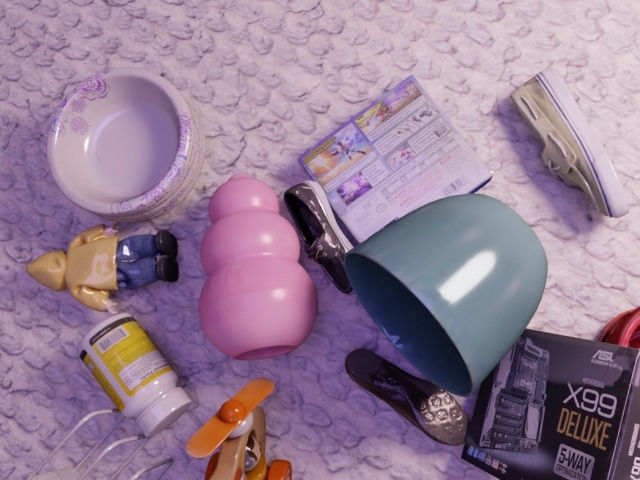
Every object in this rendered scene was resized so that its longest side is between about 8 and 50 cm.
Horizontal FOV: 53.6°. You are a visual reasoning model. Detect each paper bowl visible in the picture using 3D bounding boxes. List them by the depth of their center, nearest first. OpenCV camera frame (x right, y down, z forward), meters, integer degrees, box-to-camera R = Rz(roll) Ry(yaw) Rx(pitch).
[{"bbox_3d":[-0.360,-0.173,1.217,0.284,0.148,0.284,-1,81,9],"label":"paper bowl"}]

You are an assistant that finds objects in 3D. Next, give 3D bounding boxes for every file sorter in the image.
[{"bbox_3d":[-0.334,0.448,1.088,0.277,0.193,0.173,42,85,13],"label":"file sorter"}]

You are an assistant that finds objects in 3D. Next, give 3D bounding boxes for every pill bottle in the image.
[{"bbox_3d":[-0.337,0.246,1.157,0.119,0.119,0.208,-42,77,0],"label":"pill bottle"}]

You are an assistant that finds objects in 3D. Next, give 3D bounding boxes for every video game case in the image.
[{"bbox_3d":[0.135,-0.131,1.178,0.269,0.061,0.244,-36,78,2],"label":"video game case"}]

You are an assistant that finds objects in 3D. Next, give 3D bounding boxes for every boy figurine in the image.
[{"bbox_3d":[-0.421,0.057,1.217,0.285,0.092,0.177,-10,79,8],"label":"boy figurine"}]

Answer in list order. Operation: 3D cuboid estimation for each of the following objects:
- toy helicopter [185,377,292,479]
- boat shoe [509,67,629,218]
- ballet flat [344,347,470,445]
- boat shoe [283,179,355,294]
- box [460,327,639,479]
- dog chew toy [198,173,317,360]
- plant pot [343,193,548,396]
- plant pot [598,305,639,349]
[{"bbox_3d":[-0.143,0.362,0.986,0.140,0.355,0.235,4,98,10],"label":"toy helicopter"},{"bbox_3d":[0.441,-0.163,1.128,0.094,0.109,0.302,-28,68,19],"label":"boat shoe"},{"bbox_3d":[0.150,0.275,1.116,0.250,0.058,0.084,31,65,7],"label":"ballet flat"},{"bbox_3d":[0.000,0.000,1.145,0.080,0.076,0.228,-24,88,48],"label":"boat shoe"},{"bbox_3d":[0.357,0.265,0.957,0.076,0.307,0.242,19,84,-19],"label":"box"},{"bbox_3d":[-0.121,0.037,1.125,0.206,0.206,0.332,-13,71,6],"label":"dog chew toy"},{"bbox_3d":[0.219,0.062,1.029,0.235,0.293,0.293,-39,77,-15],"label":"plant pot"},{"bbox_3d":[0.543,0.192,1.002,0.191,0.174,0.191,-2,80,8],"label":"plant pot"}]
